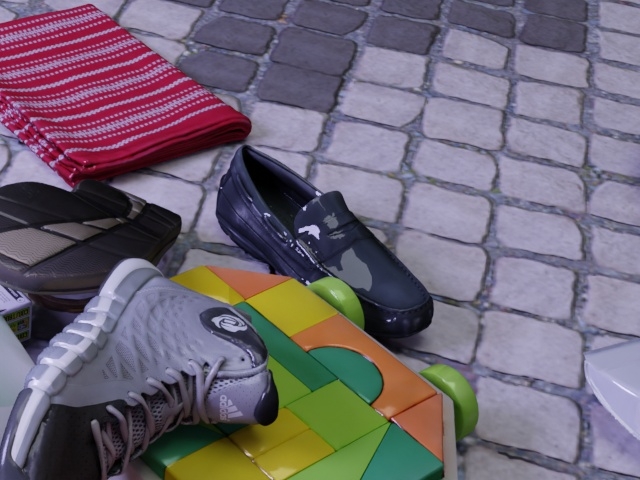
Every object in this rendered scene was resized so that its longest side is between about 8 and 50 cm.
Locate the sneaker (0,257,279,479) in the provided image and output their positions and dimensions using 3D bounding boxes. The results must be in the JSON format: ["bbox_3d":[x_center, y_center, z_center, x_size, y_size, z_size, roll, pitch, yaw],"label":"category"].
[{"bbox_3d":[-0.094,0.095,0.812,0.132,0.086,0.229,16,37,6],"label":"sneaker"}]

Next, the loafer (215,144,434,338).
[{"bbox_3d":[0.000,0.000,1.092,0.076,0.078,0.223,-25,48,-39],"label":"loafer"}]

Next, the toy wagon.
[{"bbox_3d":[-0.013,0.138,0.903,0.267,0.068,0.344,-23,47,-38],"label":"toy wagon"}]

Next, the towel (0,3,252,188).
[{"bbox_3d":[-0.217,-0.145,1.286,0.198,0.031,0.275,-20,45,-37],"label":"towel"}]

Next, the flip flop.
[{"bbox_3d":[-0.175,0.010,1.002,0.112,0.080,0.277,28,10,3],"label":"flip flop"}]

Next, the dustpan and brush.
[{"bbox_3d":[0.300,0.147,0.993,0.147,0.060,0.211,-9,32,-33],"label":"dustpan and brush"}]

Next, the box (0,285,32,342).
[{"bbox_3d":[-0.316,0.021,1.017,0.114,0.036,0.207,-21,46,-37],"label":"box"}]

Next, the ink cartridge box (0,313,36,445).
[{"bbox_3d":[-0.220,0.118,0.784,0.225,0.056,0.181,46,23,29],"label":"ink cartridge box"}]
